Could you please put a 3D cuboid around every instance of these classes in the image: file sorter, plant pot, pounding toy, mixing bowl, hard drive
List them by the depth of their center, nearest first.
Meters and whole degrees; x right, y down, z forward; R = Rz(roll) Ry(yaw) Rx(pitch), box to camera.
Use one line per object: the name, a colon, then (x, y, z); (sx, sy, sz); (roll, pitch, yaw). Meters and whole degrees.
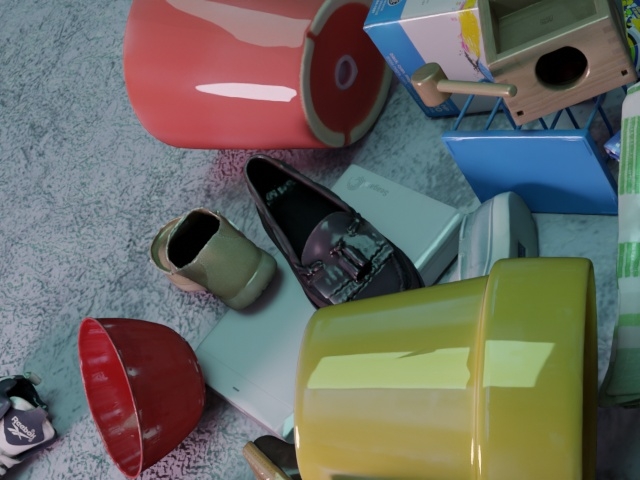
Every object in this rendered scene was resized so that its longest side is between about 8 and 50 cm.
plant pot: (0.112, 0.140, 1.253); (0.239, 0.254, 0.254); (0, 52, 14)
pounding toy: (0.200, -0.167, 1.454); (0.206, 0.094, 0.181); (-21, 36, 17)
file sorter: (0.239, -0.104, 1.533); (0.170, 0.118, 0.104); (2, 52, 39)
mixing bowl: (-0.188, 0.158, 1.607); (0.098, 0.181, 0.181); (-16, 32, -26)
hard drive: (0.006, 0.065, 1.618); (0.307, 0.040, 0.203); (-50, 41, -11)
plant pot: (-0.061, -0.225, 1.787); (0.243, 0.275, 0.275); (14, 63, 34)

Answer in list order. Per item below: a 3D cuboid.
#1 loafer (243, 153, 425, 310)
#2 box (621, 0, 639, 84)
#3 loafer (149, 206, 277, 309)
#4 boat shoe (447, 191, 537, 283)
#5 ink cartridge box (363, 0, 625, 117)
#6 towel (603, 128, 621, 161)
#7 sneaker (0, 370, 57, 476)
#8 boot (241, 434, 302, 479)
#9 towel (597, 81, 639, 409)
loafer: (0.000, 0.000, 1.573); (0.109, 0.095, 0.302); (-43, 40, -3)
box: (0.363, -0.216, 1.580); (0.054, 0.059, 0.169); (-19, 44, 25)
loafer: (-0.139, 0.005, 1.716); (0.102, 0.092, 0.268); (-50, 26, -13)
boat shoe: (0.170, 0.049, 1.485); (0.081, 0.079, 0.227); (-24, 37, 32)
ink cartridge box: (0.206, -0.262, 1.660); (0.232, 0.168, 0.171); (-3, 52, 37)
towel: (0.460, -0.091, 1.359); (0.243, 0.040, 0.336); (-46, 52, -8)
sneaker: (-0.385, 0.246, 1.712); (0.153, 0.094, 0.235); (-24, 32, 31)
boot: (0.059, 0.207, 1.434); (0.207, 0.090, 0.248); (-40, 37, -19)
towel: (0.332, -0.026, 1.265); (0.248, 0.038, 0.325); (-30, 46, 58)
